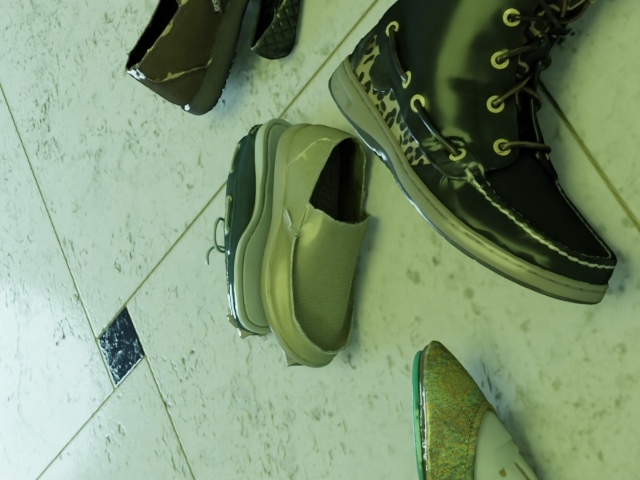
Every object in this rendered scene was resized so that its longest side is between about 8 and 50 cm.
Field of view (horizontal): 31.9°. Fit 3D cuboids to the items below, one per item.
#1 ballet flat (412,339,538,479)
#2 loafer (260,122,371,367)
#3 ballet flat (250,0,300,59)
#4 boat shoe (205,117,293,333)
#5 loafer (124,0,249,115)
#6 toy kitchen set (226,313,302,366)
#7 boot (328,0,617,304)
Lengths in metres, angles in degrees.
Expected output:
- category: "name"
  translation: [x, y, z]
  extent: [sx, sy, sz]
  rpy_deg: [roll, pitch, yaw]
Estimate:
- category: "ballet flat"
  translation: [0.150, 0.266, 1.026]
  extent: [0.123, 0.123, 0.349]
  rpy_deg: [-8, 80, 44]
- category: "loafer"
  translation: [0.000, 0.000, 1.193]
  extent: [0.092, 0.102, 0.269]
  rpy_deg: [-11, 78, 50]
- category: "ballet flat"
  translation: [-0.050, -0.298, 1.305]
  extent: [0.057, 0.049, 0.173]
  rpy_deg: [2, 88, 44]
- category: "boat shoe"
  translation: [-0.073, -0.014, 1.257]
  extent: [0.079, 0.095, 0.255]
  rpy_deg: [-19, 63, 45]
- category: "loafer"
  translation: [-0.140, -0.327, 1.309]
  extent: [0.134, 0.130, 0.366]
  rpy_deg: [-129, 54, -62]
- category: "toy kitchen set"
  translation: [-0.063, 0.114, 1.269]
  extent: [0.083, 0.068, 0.075]
  rpy_deg: [-29, 67, 40]
- category: "boot"
  translation: [0.181, -0.153, 1.008]
  extent: [0.284, 0.138, 0.377]
  rpy_deg: [-59, 45, 24]
